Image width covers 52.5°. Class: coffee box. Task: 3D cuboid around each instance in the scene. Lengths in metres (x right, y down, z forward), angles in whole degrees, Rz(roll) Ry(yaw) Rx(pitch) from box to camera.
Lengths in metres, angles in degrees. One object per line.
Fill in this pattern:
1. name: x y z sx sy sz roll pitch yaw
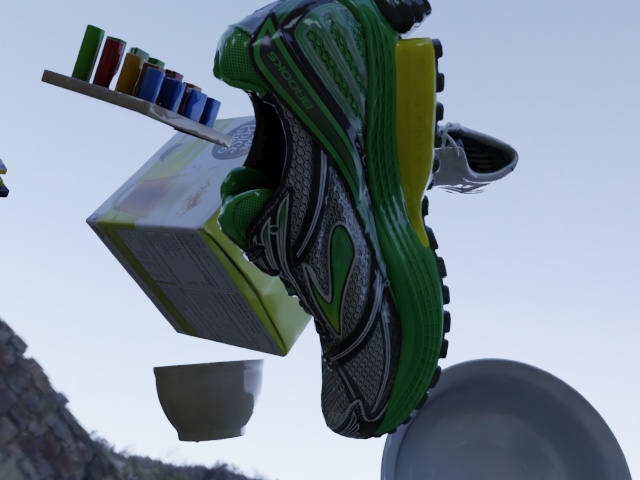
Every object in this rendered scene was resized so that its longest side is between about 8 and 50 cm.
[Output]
1. coffee box: -0.174 -0.020 1.307 0.334 0.338 0.338 4 -44 39

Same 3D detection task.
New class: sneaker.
1. sneaker: 0.124 -0.109 0.772 0.091 0.258 0.094 -35 -120 54
2. sneaker: 0.000 0.000 0.467 0.134 0.146 0.344 -134 -147 -61

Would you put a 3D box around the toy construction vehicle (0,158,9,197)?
1. toy construction vehicle: -0.341 -0.042 0.654 0.098 0.035 0.086 48 -59 32

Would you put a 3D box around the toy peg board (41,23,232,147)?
1. toy peg board: -0.199 -0.181 0.754 0.160 0.161 0.079 20 -86 25

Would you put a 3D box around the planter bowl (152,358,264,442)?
1. planter bowl: -0.159 0.232 0.941 0.162 0.162 0.109 -14 -104 46

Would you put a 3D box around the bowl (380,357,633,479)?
1. bowl: 0.211 0.306 0.792 0.297 0.298 0.134 32 -24 13
